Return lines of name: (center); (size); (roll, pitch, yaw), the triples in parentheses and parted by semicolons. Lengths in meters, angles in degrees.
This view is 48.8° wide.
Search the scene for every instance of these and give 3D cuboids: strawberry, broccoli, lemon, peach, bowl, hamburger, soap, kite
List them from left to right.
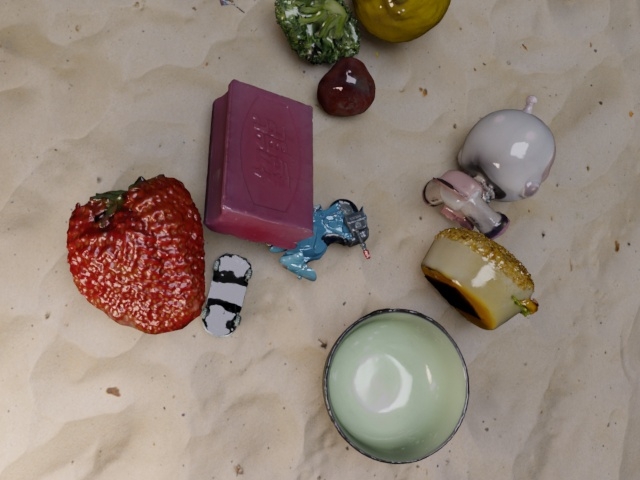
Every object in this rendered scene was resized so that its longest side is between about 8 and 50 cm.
strawberry: (-0.391, 0.044, 1.572); (0.312, 0.267, 0.351); (-20, 97, 6)
kite: (-0.235, -0.612, 1.823); (0.044, 0.002, 0.078); (-34, 91, -16)
soap: (-0.139, -0.177, 1.655); (0.233, 0.128, 0.359); (15, 59, -27)
broccoli: (-0.003, -0.547, 1.786); (0.226, 0.176, 0.197); (30, 73, 6)
peach: (0.066, -0.397, 1.796); (0.152, 0.152, 0.151); (2, 82, -14)
bowl: (0.157, 0.342, 1.693); (0.354, 0.185, 0.353); (2, 81, -14)
lemon: (0.203, -0.633, 1.782); (0.286, 0.285, 0.316); (22, 58, -10)
hamburger: (0.392, 0.086, 1.749); (0.179, 0.276, 0.294); (-47, 109, -8)

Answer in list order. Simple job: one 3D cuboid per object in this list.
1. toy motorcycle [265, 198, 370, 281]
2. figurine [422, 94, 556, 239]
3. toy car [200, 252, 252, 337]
toy motorcycle: (0.000, 0.000, 1.739); (0.272, 0.123, 0.182); (-18, 77, -15)
figurine: (0.454, -0.186, 1.810); (0.361, 0.211, 0.253); (-42, 68, -18)
toy car: (-0.227, 0.132, 1.693); (0.096, 0.056, 0.204); (15, 82, -12)
